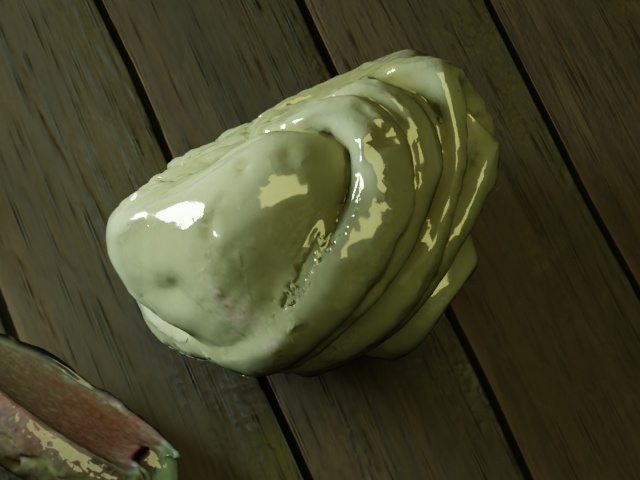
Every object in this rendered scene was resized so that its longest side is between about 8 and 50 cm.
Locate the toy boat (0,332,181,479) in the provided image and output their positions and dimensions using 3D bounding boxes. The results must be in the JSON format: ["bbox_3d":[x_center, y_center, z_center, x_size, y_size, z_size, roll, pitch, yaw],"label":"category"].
[{"bbox_3d":[-0.231,0.166,1.321,0.227,0.155,0.085,33,104,5],"label":"toy boat"}]

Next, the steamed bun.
[{"bbox_3d":[0.000,0.000,1.360,0.339,0.352,0.247,-28,100,-10],"label":"steamed bun"}]
